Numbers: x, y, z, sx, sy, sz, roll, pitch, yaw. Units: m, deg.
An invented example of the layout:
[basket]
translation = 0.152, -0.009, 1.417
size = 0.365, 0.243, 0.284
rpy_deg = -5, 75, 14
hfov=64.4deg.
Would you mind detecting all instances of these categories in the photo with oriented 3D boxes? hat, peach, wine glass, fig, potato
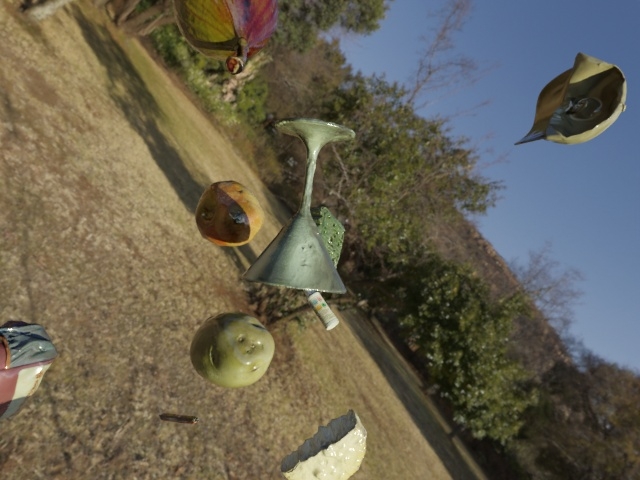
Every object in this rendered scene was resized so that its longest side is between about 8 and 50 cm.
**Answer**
[hat]
translation = 0.457, -0.225, 0.932
size = 0.144, 0.167, 0.173
rpy_deg = 25, -3, 18
[peach]
translation = -0.280, -0.083, 1.596
size = 0.214, 0.214, 0.235
rpy_deg = 48, -14, -25
[wine glass]
translation = -0.041, -0.083, 1.267
size = 0.266, 0.407, 0.267
rpy_deg = 7, 1, 0
[fig]
translation = -0.175, -0.408, 0.980
size = 0.217, 0.216, 0.321
rpy_deg = 49, 22, -53
[potato]
translation = -0.305, 0.360, 1.696
size = 0.220, 0.244, 0.326
rpy_deg = -6, 3, -42

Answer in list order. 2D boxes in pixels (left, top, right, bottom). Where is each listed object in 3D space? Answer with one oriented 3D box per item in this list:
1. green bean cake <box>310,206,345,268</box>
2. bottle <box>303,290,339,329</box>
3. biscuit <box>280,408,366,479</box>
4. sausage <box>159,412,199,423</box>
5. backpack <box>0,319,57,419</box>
[green bean cake]
translation = 0.000, 0.000, 1.630
size = 0.093, 0.182, 0.173
rpy_deg = 0, -28, 30
[bottle]
translation = -0.014, 0.231, 1.900
size = 0.217, 0.060, 0.060
rpy_deg = 54, 1, 19
[biscuit]
translation = 0.036, 0.648, 1.522
size = 0.179, 0.281, 0.084
rpy_deg = 49, 4, -18
[sausage]
translation = -0.443, 0.553, 1.580
size = 0.198, 0.028, 0.025
rpy_deg = -10, -73, 39
[backpack]
translation = -0.813, 0.327, 1.160
size = 0.197, 0.283, 0.317
rpy_deg = 42, 20, 21
